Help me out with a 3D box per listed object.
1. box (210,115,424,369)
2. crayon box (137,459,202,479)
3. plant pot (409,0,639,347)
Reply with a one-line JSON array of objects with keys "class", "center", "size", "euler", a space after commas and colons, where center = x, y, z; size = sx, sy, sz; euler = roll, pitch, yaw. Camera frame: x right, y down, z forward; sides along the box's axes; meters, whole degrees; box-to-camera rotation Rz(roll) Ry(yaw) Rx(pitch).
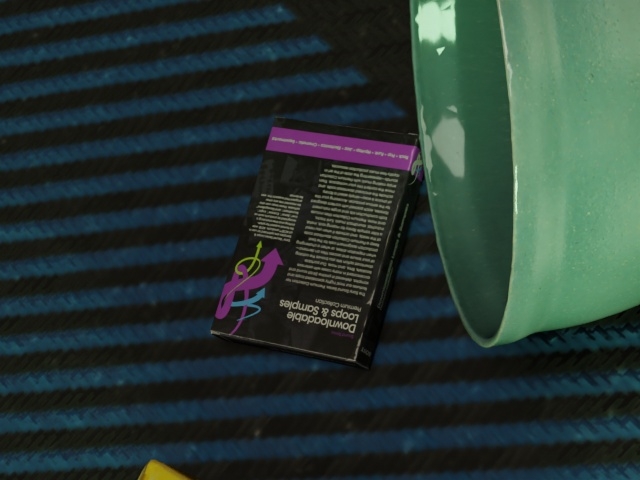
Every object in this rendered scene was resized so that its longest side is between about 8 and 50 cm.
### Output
[{"class": "box", "center": [0.000, 0.000, 1.207], "size": [0.116, 0.029, 0.162], "euler": [10, 75, 29]}, {"class": "crayon box", "center": [0.008, 0.224, 1.021], "size": [0.318, 0.202, 0.081], "euler": [25, 83, 30]}, {"class": "plant pot", "center": [0.173, -0.093, 1.036], "size": [0.196, 0.293, 0.293], "euler": [-6, 67, -5]}]
